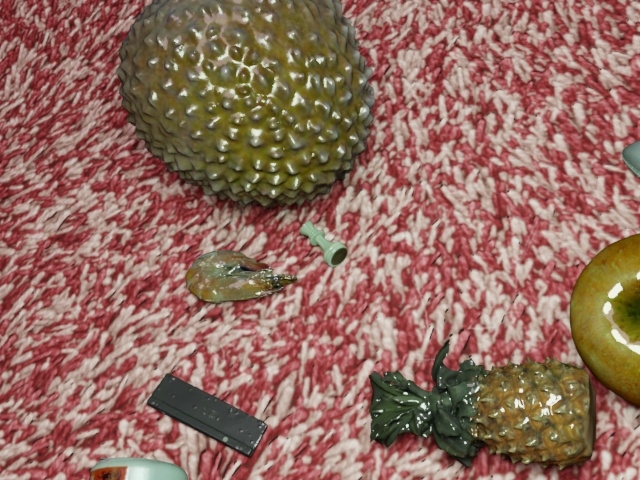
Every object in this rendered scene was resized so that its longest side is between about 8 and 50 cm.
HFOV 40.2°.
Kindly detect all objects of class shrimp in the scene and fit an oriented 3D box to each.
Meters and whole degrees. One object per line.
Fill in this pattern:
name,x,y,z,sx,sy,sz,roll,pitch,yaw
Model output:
shrimp,-0.129,0.056,1.409,0.190,0.042,0.101,2,57,16

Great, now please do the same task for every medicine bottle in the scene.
medicine bottle,-0.259,0.420,1.197,0.139,0.139,0.225,-5,62,12

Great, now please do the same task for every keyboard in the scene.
keyboard,-0.173,0.264,1.328,0.195,0.018,0.060,22,63,23

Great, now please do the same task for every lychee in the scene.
lychee,-0.115,-0.249,1.377,0.380,0.380,0.432,-42,75,-9

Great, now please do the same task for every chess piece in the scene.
chess piece,0.000,0.000,1.406,0.042,0.042,0.093,-42,57,-9

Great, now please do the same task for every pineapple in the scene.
pineapple,0.210,0.221,1.188,0.310,0.141,0.170,-2,91,21

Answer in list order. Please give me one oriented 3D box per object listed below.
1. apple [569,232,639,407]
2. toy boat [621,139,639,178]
apple,0.450,0.105,1.163,0.237,0.207,0.237,-8,72,27
toy boat,0.559,-0.082,1.293,0.078,0.085,0.260,-46,51,-12
